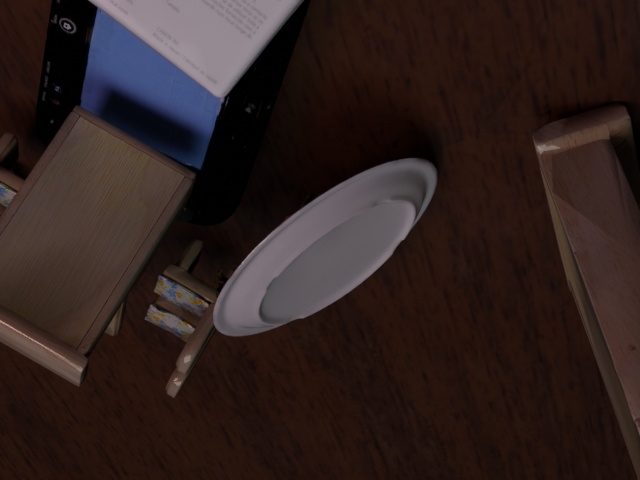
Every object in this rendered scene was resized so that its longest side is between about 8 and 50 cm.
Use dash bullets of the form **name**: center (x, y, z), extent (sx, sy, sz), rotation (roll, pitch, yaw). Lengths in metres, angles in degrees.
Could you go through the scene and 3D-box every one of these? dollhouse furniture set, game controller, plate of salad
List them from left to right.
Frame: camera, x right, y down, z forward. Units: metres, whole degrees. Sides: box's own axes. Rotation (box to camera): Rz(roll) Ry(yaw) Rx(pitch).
- **dollhouse furniture set**: center (-0.185, 0.034, 1.125), extent (0.212, 0.161, 0.242), rotation (30, 158, 1)
- **game controller**: center (-0.107, -0.129, 1.047), extent (0.166, 0.067, 0.319), rotation (17, 142, -5)
- **plate of salad**: center (0.000, 0.000, 1.121), extent (0.048, 0.200, 0.200), rotation (54, 147, 19)
- **dollhouse furniture set**: center (0.373, 0.012, 1.010), extent (0.394, 0.256, 0.362), rotation (-17, 138, 5)

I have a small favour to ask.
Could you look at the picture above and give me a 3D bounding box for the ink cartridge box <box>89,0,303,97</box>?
- **ink cartridge box**: center (-0.058, -0.224, 0.851), extent (0.189, 0.066, 0.232), rotation (38, 105, -8)
